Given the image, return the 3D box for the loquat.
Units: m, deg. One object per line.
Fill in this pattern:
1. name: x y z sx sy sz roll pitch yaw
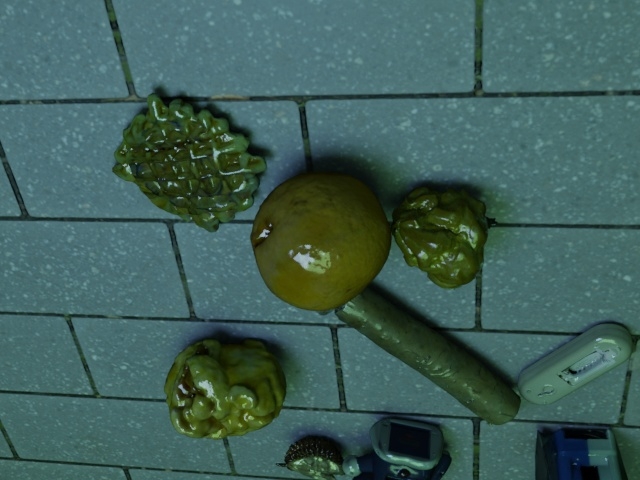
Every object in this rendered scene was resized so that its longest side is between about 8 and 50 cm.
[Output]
1. loquat: 0.000 0.000 1.250 0.208 0.208 0.208 6 129 7

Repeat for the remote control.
1. remote control: 0.421 0.211 1.428 0.078 0.042 0.221 35 126 -17

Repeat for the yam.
1. yam: 0.183 0.190 1.439 0.371 0.083 0.083 37 126 -16

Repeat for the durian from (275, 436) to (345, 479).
1. durian: -0.019 0.419 1.667 0.140 0.071 0.110 8 135 -12

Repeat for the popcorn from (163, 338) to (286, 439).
1. popcorn: -0.178 0.273 1.503 0.226 0.203 0.200 21 121 18

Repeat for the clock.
1. clock: 0.136 0.453 1.621 0.199 0.146 0.243 10 122 -2

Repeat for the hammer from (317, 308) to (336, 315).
1. hammer: 0.034 0.115 1.446 0.083 0.031 0.052 30 131 -26

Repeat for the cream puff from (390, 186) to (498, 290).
1. cream puff: 0.169 -0.003 1.260 0.156 0.121 0.156 9 134 10

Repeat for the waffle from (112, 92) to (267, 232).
1. waffle: -0.196 -0.111 1.293 0.223 0.054 0.204 32 127 -13

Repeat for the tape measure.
1. tape measure: 0.474 0.498 1.521 0.138 0.262 0.259 -8 127 5
